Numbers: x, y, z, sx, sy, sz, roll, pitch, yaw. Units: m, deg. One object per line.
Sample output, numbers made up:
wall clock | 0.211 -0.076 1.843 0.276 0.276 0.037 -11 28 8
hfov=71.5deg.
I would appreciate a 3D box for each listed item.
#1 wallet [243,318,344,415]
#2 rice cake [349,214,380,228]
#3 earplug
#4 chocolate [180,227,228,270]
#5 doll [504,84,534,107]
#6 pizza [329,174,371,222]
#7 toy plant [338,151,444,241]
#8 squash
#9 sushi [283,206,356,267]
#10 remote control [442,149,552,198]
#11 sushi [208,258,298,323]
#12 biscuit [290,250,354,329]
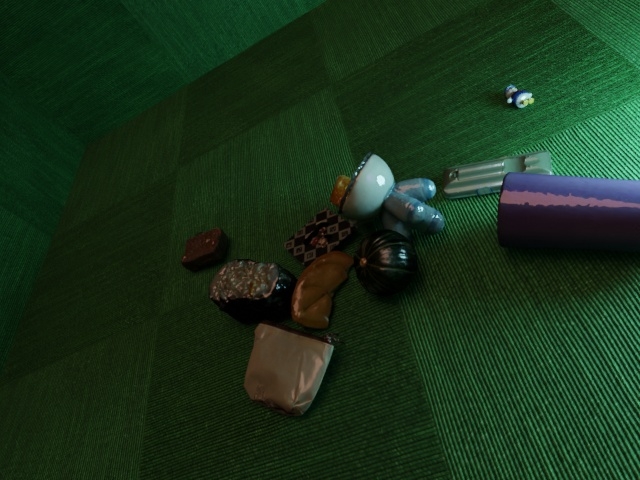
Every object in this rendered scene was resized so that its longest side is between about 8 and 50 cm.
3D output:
wallet | -0.105 0.390 1.390 0.334 0.068 0.275 6 68 37
rice cake | 0.199 -0.132 1.649 0.210 0.038 0.124 -24 46 16
earplug | 0.712 -0.067 1.159 0.455 0.215 0.215 6 60 32
chocolate | -0.494 0.041 1.925 0.213 0.093 0.149 -17 50 22
doll | 0.715 -0.526 1.620 0.098 0.058 0.143 -15 39 -5
pizza | 0.117 -0.155 1.654 0.134 0.056 0.271 -40 48 -3
toy plant | 0.251 -0.116 1.453 0.331 0.247 0.247 27 69 6
squash | 0.200 0.068 1.387 0.172 0.219 0.218 -12 34 -30
sushi | 0.000 0.000 1.671 0.231 0.047 0.219 -42 39 -9
remote control | 0.571 -0.219 1.459 0.334 0.066 0.128 -7 50 28
sushi | -0.235 0.182 1.589 0.349 0.171 0.211 -6 51 31
biscuit | -0.001 0.155 1.501 0.154 0.045 0.300 24 65 2
